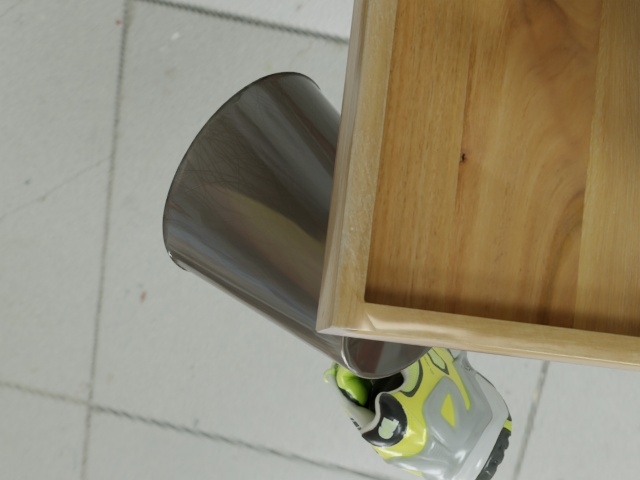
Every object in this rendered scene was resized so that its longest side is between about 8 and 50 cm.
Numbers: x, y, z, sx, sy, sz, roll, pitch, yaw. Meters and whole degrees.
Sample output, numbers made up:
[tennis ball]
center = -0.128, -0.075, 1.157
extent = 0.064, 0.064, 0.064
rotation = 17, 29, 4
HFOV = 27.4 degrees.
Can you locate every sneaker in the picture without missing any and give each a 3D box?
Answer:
[sneaker]
center = 0.077, 0.125, 1.425
extent = 0.147, 0.385, 0.145
rotation = 26, 100, -23

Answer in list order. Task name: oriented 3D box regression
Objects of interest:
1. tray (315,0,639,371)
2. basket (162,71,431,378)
[tray]
center = 0.123, -0.146, 0.667
extent = 0.202, 0.076, 0.411
rotation = 7, 82, -7
[basket]
center = 0.000, 0.000, 1.084
extent = 0.227, 0.154, 0.204
rotation = 42, 105, 39
